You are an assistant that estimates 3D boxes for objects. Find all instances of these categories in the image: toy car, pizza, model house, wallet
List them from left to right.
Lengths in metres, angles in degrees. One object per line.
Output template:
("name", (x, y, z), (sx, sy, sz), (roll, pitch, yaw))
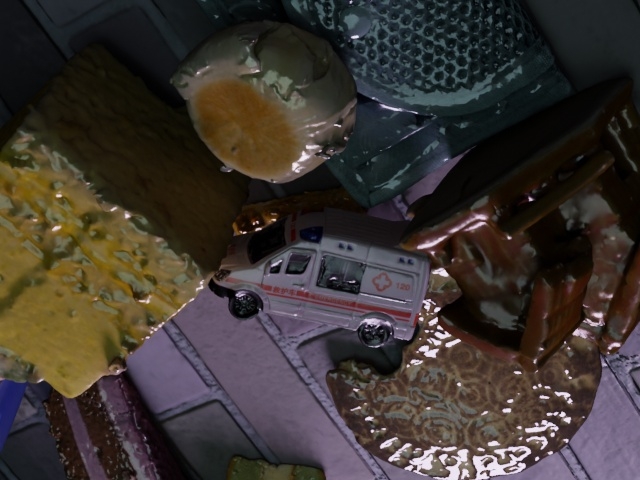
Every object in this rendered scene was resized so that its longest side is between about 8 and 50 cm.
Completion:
("toy car", (0.000, 0.023, 1.472), (0.209, 0.089, 0.108), (11, 120, -4))
("pizza", (0.000, 0.000, 1.536), (0.178, 0.041, 0.131), (42, 119, -15))
("wallet", (0.035, -0.203, 1.380), (0.237, 0.075, 0.342), (-30, 111, 25))
("model house", (0.224, 0.006, 1.408), (0.219, 0.199, 0.229), (-24, 111, 38))

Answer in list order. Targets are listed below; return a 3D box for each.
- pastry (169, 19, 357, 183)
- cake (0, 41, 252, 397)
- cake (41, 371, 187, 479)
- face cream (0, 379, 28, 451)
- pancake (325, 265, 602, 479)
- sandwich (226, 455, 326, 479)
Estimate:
("pastry", (-0.048, -0.123, 1.364), (0.165, 0.088, 0.166), (16, 136, 16))
("cake", (-0.241, -0.004, 1.473), (0.222, 0.227, 0.286), (41, 119, -13))
("cake", (-0.207, 0.275, 1.742), (0.116, 0.113, 0.295), (-17, 104, 19))
("face cream", (-0.433, 0.153, 1.599), (0.225, 0.249, 0.249), (22, 124, -3))
("pancake", (0.145, 0.134, 1.599), (0.286, 0.033, 0.288), (-2, 121, 15))
("sandwich", (-0.052, 0.344, 1.786), (0.117, 0.144, 0.187), (9, 159, 6))
